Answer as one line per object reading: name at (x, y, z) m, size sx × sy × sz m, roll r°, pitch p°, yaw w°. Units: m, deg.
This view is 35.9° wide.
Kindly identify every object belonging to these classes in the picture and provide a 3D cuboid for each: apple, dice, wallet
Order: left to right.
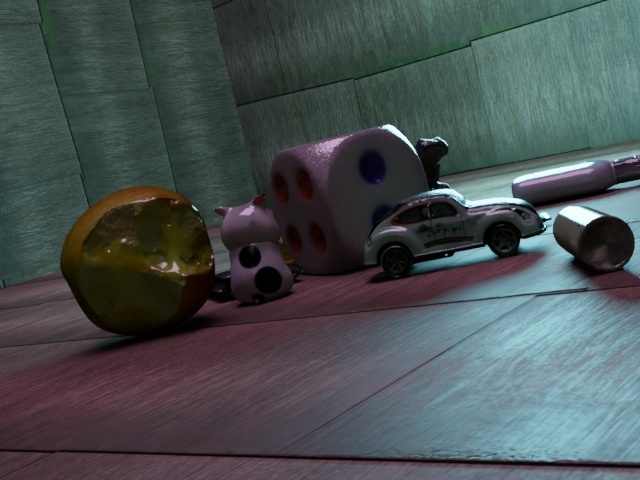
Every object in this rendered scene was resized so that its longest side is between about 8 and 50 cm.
apple at (-0.299, 0.040, 1.605) m, size 0.226 × 0.246 × 0.246 m, roll -24°, pitch 9°, yaw -24°
wallet at (-0.151, 0.074, 1.923) m, size 0.168 × 0.052 × 0.245 m, roll -11°, pitch 2°, yaw -20°
dice at (0.053, -0.079, 1.918) m, size 0.243 × 0.251 × 0.259 m, roll -18°, pitch 7°, yaw -28°

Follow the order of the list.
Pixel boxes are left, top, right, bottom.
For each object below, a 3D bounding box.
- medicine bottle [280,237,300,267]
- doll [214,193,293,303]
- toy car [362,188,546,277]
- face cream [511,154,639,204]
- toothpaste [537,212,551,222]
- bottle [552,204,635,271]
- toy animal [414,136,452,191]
medicine bottle at (0.000, 0.000, 2.159) m, size 0.111 × 0.076 × 0.309 m, roll -9°, pitch 6°, yaw 30°
doll at (-0.114, 0.022, 1.715) m, size 0.110 × 0.181 × 0.107 m, roll -13°, pitch -8°, yaw 9°
toy car at (0.211, -0.024, 1.623) m, size 0.305 × 0.125 × 0.136 m, roll -13°, pitch 5°, yaw 14°
face cream at (0.571, -0.134, 2.169) m, size 0.291 × 0.071 × 0.144 m, roll -10°, pitch 6°, yaw 24°
toothpaste at (0.332, -0.028, 1.850) m, size 0.197 × 0.035 × 0.057 m, roll -10°, pitch 12°, yaw 3°
bottle at (0.363, -0.006, 1.326) m, size 0.072 × 0.072 × 0.201 m, roll -13°, pitch 5°, yaw 5°
toy animal at (0.182, -0.090, 2.108) m, size 0.106 × 0.168 × 0.343 m, roll -14°, pitch -10°, yaw -32°
